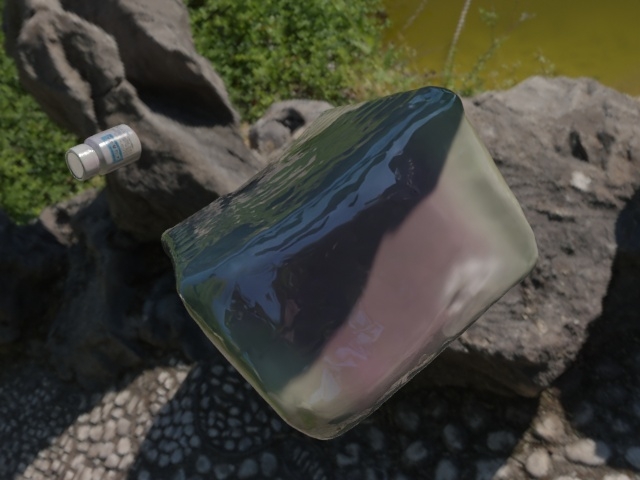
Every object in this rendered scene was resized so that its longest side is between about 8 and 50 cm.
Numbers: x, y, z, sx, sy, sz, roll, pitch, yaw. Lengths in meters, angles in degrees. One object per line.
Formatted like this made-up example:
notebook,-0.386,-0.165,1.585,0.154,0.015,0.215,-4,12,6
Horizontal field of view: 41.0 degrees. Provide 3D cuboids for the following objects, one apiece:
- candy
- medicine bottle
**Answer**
candy,-0.001,0.003,0.660,0.208,0.145,0.358,-37,12,-7
medicine bottle,-0.282,-0.114,1.112,0.052,0.052,0.089,13,34,44
